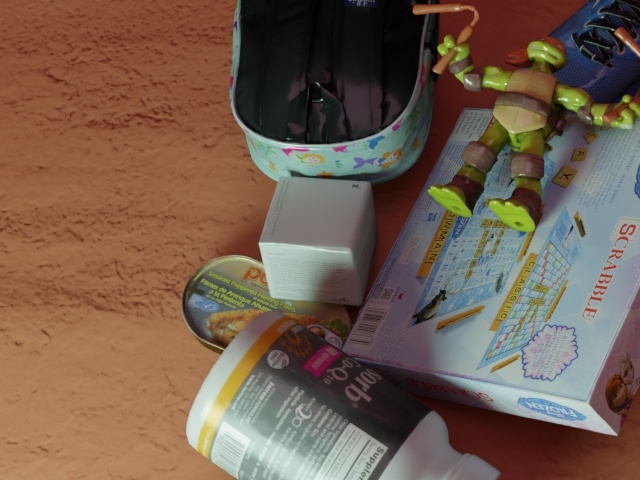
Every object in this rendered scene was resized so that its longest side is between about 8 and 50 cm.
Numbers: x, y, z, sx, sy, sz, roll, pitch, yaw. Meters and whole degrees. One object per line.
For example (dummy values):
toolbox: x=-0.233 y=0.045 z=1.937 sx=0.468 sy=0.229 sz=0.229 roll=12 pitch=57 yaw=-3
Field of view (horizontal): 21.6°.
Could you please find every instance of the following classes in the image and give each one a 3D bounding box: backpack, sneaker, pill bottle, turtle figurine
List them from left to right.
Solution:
backpack: x=0.017 y=-0.175 z=1.784 sx=0.225 sy=0.191 sz=0.253 roll=-1 pitch=57 yaw=10
pill bottle: x=0.023 y=0.202 z=1.613 sx=0.278 sy=0.162 sz=0.162 roll=32 pitch=72 yaw=12
turtle figurine: x=0.188 y=-0.125 z=1.665 sx=0.269 sy=0.087 sz=0.217 roll=20 pitch=73 yaw=16
sneaker: x=0.333 y=-0.249 z=1.802 sx=0.330 sy=0.147 sz=0.130 roll=-41 pitch=66 yaw=-11

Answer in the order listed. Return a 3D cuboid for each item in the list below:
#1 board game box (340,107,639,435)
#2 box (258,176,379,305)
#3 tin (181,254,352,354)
board game box: x=0.211 y=0.017 z=1.655 sx=0.318 sy=0.066 sz=0.319 roll=8 pitch=62 yaw=45
box: x=0.000 y=0.000 z=1.725 sx=0.102 sy=0.087 sz=0.101 roll=5 pitch=48 yaw=13
tin: x=-0.055 y=0.084 z=1.757 sx=0.189 sy=0.040 sz=0.106 roll=23 pitch=74 yaw=17
